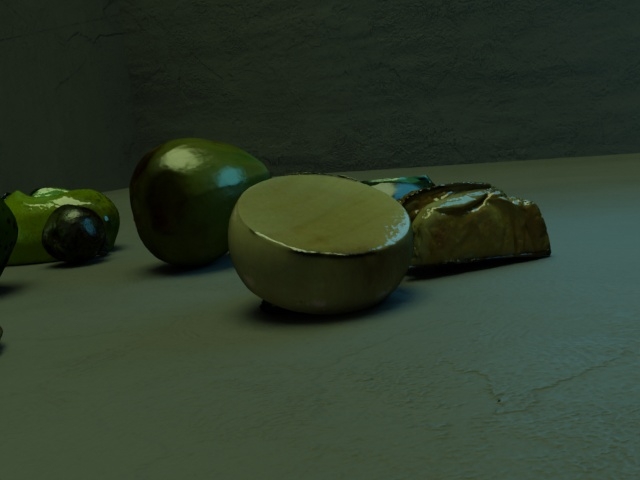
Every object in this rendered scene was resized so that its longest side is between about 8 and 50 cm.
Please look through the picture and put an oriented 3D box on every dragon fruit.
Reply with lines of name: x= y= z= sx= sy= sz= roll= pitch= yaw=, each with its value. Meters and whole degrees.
dragon fruit: x=0.110 y=-0.048 z=1.531 sx=0.295 sy=0.130 sz=0.268 roll=-3 pitch=4 yaw=21

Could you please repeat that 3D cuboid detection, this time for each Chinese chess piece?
Chinese chess piece: x=0.000 y=0.000 z=1.116 sx=0.250 sy=0.097 sz=0.251 roll=4 pitch=29 yaw=-2

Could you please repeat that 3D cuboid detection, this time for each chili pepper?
chili pepper: x=-0.057 y=0.074 z=1.135 sx=0.055 sy=0.035 sz=0.118 roll=-20 pitch=0 yaw=20

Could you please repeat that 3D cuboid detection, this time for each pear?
pear: x=-0.592 y=-0.042 z=1.911 sx=0.292 sy=0.159 sz=0.292 roll=-4 pitch=9 yaw=1

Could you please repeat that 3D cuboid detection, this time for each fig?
fig: x=-0.218 y=-0.077 z=1.554 sx=0.271 sy=0.239 sz=0.239 roll=-17 pitch=12 yaw=-19

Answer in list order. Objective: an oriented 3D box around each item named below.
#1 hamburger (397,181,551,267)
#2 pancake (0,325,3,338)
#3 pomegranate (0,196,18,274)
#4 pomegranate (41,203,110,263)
hamburger: x=0.213 y=-0.025 z=1.268 sx=0.262 sy=0.131 sz=0.124 roll=-4 pitch=7 yaw=-19
pancake: x=-0.521 y=0.144 z=1.026 sx=0.250 sy=0.031 sz=0.250 roll=-5 pitch=8 yaw=1
pomegranate: x=-0.675 y=-0.006 z=1.504 sx=0.254 sy=0.254 sz=0.270 roll=-6 pitch=-17 yaw=3
pomegranate: x=-0.514 y=0.000 z=1.764 sx=0.138 sy=0.163 sz=0.125 roll=-5 pitch=49 yaw=26
